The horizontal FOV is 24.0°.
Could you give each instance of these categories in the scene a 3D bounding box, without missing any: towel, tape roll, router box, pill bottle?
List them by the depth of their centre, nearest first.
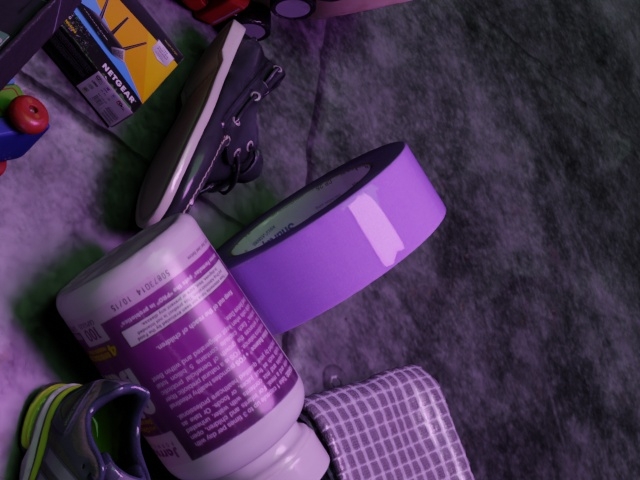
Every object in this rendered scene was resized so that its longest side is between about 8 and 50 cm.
[{"bbox_3d":[-0.122,0.137,1.533,0.301,0.169,0.169,57,39,-9],"label":"pill bottle"},{"bbox_3d":[0.000,0.000,1.662,0.090,0.275,0.275,57,39,-10],"label":"tape roll"},{"bbox_3d":[-0.249,-0.235,1.687,0.179,0.046,0.133,51,40,-17],"label":"router box"},{"bbox_3d":[0.074,0.296,1.712,0.235,0.121,0.284,-12,80,-50],"label":"towel"}]

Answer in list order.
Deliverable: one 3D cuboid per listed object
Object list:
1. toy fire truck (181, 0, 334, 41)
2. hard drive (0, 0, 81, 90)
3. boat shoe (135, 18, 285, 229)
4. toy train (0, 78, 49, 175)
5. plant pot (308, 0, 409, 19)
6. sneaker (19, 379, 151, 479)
[{"bbox_3d":[-0.106,-0.335,1.768,0.246,0.217,0.158,20,61,-42],"label":"toy fire truck"},{"bbox_3d":[-0.396,-0.208,1.406,0.237,0.064,0.339,25,43,3],"label":"hard drive"},{"bbox_3d":[-0.113,-0.115,1.716,0.113,0.127,0.340,34,36,-17],"label":"boat shoe"},{"bbox_3d":[-0.390,-0.126,1.430,0.248,0.105,0.143,-18,74,-51],"label":"toy train"},{"bbox_3d":[0.043,-0.445,1.972,0.323,0.323,0.280,-26,108,-52],"label":"plant pot"},{"bbox_3d":[-0.223,0.256,1.388,0.111,0.121,0.300,26,52,-38],"label":"sneaker"}]
